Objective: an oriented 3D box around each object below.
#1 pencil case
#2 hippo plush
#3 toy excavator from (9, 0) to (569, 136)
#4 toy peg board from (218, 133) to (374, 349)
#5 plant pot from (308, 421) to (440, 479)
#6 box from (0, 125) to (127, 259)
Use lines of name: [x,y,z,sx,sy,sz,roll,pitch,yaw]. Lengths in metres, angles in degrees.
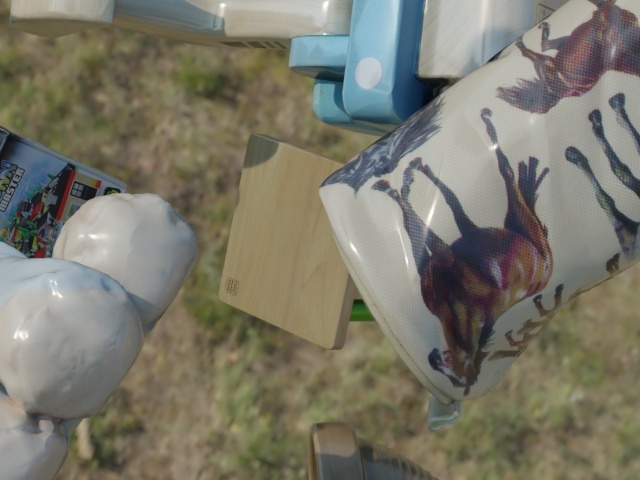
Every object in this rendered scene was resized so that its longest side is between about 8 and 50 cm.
pencil case: [0.191,-0.064,1.160,0.183,0.410,0.160,55,4,-2]
hippo plush: [-0.216,0.018,1.052,0.236,0.234,0.294,35,32,-5]
toy excavator: [0.013,-0.182,1.697,0.445,0.222,0.433,2,-6,36]
toy peg board: [0.000,0.000,1.758,0.079,0.161,0.160,3,13,-44]
plant pot: [0.053,0.242,1.348,0.109,0.237,0.237,-4,39,-2]
box: [-0.236,0.029,1.417,0.114,0.207,0.036,24,2,-39]
